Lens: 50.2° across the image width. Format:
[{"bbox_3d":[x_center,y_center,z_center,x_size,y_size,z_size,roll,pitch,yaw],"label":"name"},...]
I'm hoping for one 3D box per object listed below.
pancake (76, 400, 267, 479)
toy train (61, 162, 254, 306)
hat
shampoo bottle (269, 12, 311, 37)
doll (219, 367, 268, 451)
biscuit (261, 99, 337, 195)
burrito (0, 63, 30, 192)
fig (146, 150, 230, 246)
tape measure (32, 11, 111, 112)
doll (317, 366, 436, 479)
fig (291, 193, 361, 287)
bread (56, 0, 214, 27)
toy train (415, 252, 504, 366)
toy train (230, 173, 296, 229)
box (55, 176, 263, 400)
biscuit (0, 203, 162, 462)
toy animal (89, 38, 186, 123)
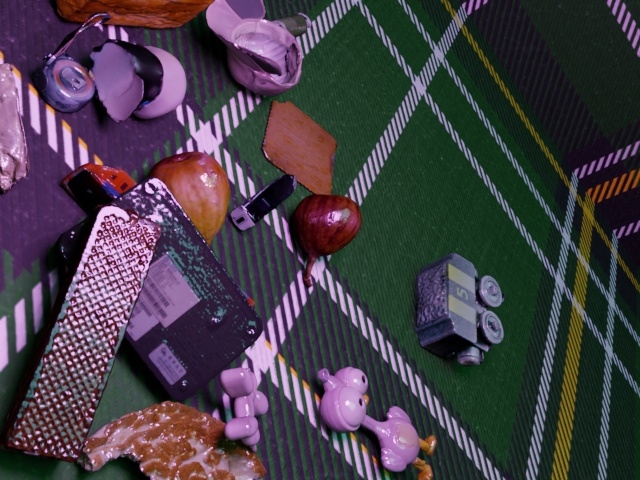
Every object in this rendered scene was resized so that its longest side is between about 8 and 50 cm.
[{"bbox_3d":[-0.232,0.381,1.146,0.376,0.054,0.197,30,43,-34],"label":"pancake"},{"bbox_3d":[-0.291,0.009,1.261,0.409,0.086,0.089,48,39,-18],"label":"toy train"},{"bbox_3d":[-0.165,-0.447,1.596,0.275,0.161,0.232,23,42,-54],"label":"hat"},{"bbox_3d":[-0.088,-0.580,1.856,0.065,0.065,0.204,58,38,-6],"label":"shampoo bottle"},{"bbox_3d":[-0.136,0.298,1.243,0.160,0.059,0.161,70,8,-61],"label":"doll"},{"bbox_3d":[-0.048,-0.240,1.745,0.237,0.013,0.232,35,46,-33],"label":"biscuit"},{"bbox_3d":[-0.523,-0.189,1.130,0.063,0.058,0.229,-9,73,-16],"label":"burrito"},{"bbox_3d":[-0.237,-0.045,1.334,0.159,0.159,0.257,-31,110,-52],"label":"fig"},{"bbox_3d":[-0.429,-0.318,1.232,0.107,0.180,0.104,46,25,-20],"label":"tape measure"},{"bbox_3d":[0.117,0.398,1.502,0.365,0.094,0.160,45,38,-23],"label":"doll"},{"bbox_3d":[-0.004,-0.028,1.578,0.202,0.148,0.149,-38,62,-21],"label":"fig"},{"bbox_3d":[-0.376,-0.537,1.399,0.344,0.195,0.148,-21,91,-55],"label":"bread"},{"bbox_3d":[0.381,0.186,1.878,0.238,0.167,0.299,29,48,-29],"label":"toy train"},{"bbox_3d":[-0.119,-0.094,1.555,0.055,0.048,0.252,53,33,-5],"label":"toy train"},{"bbox_3d":[-0.269,0.084,1.178,0.211,0.058,0.350,-40,105,-21],"label":"box"},{"bbox_3d":[-0.356,0.132,1.034,0.107,0.073,0.388,26,69,-27],"label":"biscuit"},{"bbox_3d":[-0.353,-0.305,1.346,0.179,0.138,0.166,-8,95,-59],"label":"toy animal"}]
